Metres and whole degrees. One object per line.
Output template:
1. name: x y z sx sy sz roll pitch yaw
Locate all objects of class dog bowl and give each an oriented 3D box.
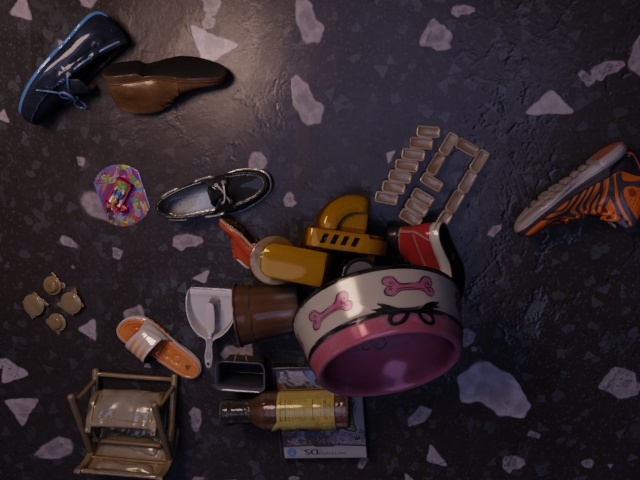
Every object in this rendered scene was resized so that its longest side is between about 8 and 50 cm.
1. dog bowl: 0.145 0.230 1.329 0.408 0.150 0.408 -8 143 -6

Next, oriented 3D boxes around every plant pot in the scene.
1. plant pot: -0.133 0.185 1.477 0.165 0.167 0.166 -7 100 1

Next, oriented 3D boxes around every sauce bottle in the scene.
1. sauce bottle: -0.092 0.449 1.509 0.345 0.111 0.111 -4 100 9

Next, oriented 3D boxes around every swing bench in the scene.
1. swing bench: -0.537 0.512 1.585 0.253 0.165 0.254 3 106 6

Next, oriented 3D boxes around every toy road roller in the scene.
1. toy road roller: 0.000 0.000 1.396 0.330 0.202 0.240 8 88 -7

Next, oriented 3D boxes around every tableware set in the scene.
1. tableware set: -0.758 0.180 1.618 0.141 0.020 0.169 46 103 -1

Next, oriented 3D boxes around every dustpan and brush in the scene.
1. dustpan and brush: -0.298 0.239 1.551 0.147 0.060 0.211 3 101 6

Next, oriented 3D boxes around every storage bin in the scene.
1. storage bin: -0.208 0.347 1.546 0.135 0.091 0.098 1 101 6

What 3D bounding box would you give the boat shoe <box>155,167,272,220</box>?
1. boat shoe: -0.274 -0.111 1.466 0.303 0.091 0.114 -19 94 9

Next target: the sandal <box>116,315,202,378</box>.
1. sandal: -0.449 0.302 1.574 0.265 0.076 0.102 32 102 0

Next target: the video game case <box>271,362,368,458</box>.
1. video game case: 0.001 0.471 1.573 0.248 0.035 0.274 -3 100 8

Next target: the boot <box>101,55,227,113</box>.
1. boot: -0.383 -0.391 1.442 0.306 0.112 0.115 -3 131 3

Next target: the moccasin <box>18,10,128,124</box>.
1. moccasin: -0.621 -0.413 1.431 0.117 0.137 0.342 42 103 -7

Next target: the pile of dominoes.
1. pile of dominoes: 0.275 -0.157 1.432 0.196 0.040 0.251 31 95 1

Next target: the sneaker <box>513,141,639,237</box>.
1. sneaker: 0.632 -0.070 1.349 0.321 0.124 0.180 -38 93 12

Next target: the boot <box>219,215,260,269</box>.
1. boot: -0.220 0.007 1.502 0.158 0.059 0.084 43 107 -3

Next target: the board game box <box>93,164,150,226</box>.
1. board game box: -0.539 -0.119 1.527 0.133 0.033 0.168 -14 99 10

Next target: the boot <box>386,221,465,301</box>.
1. boot: 0.261 0.060 1.450 0.176 0.088 0.244 -4 124 37
